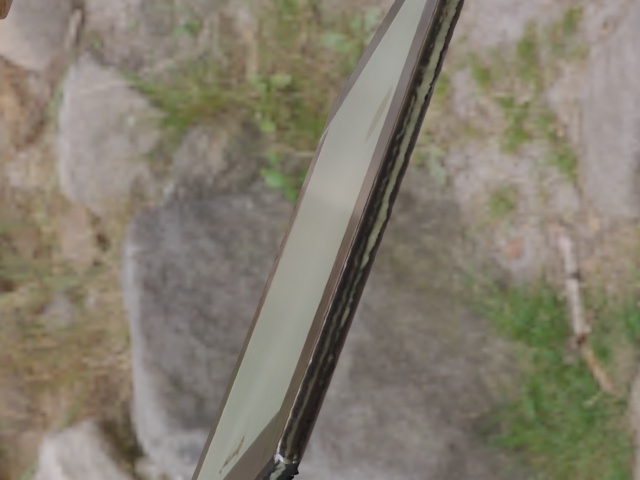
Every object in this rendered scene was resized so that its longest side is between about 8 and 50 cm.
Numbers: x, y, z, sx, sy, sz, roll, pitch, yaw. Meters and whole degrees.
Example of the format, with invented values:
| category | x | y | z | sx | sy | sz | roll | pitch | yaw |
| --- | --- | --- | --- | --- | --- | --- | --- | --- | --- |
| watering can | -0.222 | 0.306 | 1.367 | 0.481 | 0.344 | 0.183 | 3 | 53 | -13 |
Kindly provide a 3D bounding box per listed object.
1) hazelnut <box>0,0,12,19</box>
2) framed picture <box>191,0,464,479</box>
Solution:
| category | x | y | z | sx | sy | sz | roll | pitch | yaw |
| --- | --- | --- | --- | --- | --- | --- | --- | --- | --- |
| hazelnut | -0.302 | -0.230 | 1.099 | 0.212 | 0.181 | 0.181 | -45 | 48 | 24 |
| framed picture | 0.000 | 0.000 | 0.775 | 0.265 | 0.016 | 0.347 | 125 | 168 | -58 |
